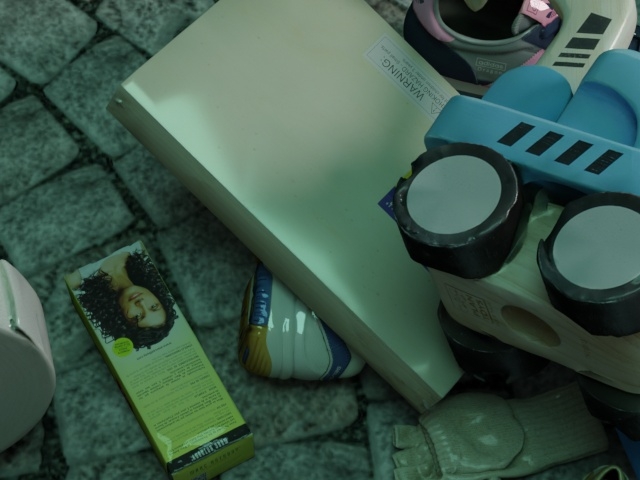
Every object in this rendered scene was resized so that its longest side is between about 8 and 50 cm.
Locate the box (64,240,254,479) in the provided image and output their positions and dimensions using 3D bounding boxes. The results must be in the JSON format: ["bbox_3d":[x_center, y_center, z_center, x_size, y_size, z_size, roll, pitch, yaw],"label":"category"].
[{"bbox_3d":[-0.152,0.117,1.695,0.087,0.058,0.232,-27,66,-14],"label":"box"}]

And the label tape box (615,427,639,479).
[{"bbox_3d":[0.387,0.066,1.578,0.106,0.333,0.240,17,31,-21],"label":"label tape box"}]

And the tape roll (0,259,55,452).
[{"bbox_3d":[-0.416,0.121,1.506,0.392,0.392,0.072,-13,62,-7],"label":"tape roll"}]

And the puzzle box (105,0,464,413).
[{"bbox_3d":[0.033,-0.067,1.698,0.409,0.052,0.272,45,56,1],"label":"puzzle box"}]

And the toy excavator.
[{"bbox_3d":[0.226,-0.106,1.598,0.433,0.222,0.445,22,64,33],"label":"toy excavator"}]

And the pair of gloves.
[{"bbox_3d":[0.176,0.243,1.639,0.204,0.042,0.240,-8,61,-4],"label":"pair of gloves"}]

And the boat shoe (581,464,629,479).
[{"bbox_3d":[0.222,0.280,1.557,0.068,0.072,0.190,15,70,8],"label":"boat shoe"}]

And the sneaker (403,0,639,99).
[{"bbox_3d":[0.241,-0.199,1.825,0.319,0.131,0.112,7,61,3],"label":"sneaker"}]

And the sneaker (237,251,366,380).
[{"bbox_3d":[0.000,0.000,1.746,0.131,0.112,0.296,10,67,-9],"label":"sneaker"}]
